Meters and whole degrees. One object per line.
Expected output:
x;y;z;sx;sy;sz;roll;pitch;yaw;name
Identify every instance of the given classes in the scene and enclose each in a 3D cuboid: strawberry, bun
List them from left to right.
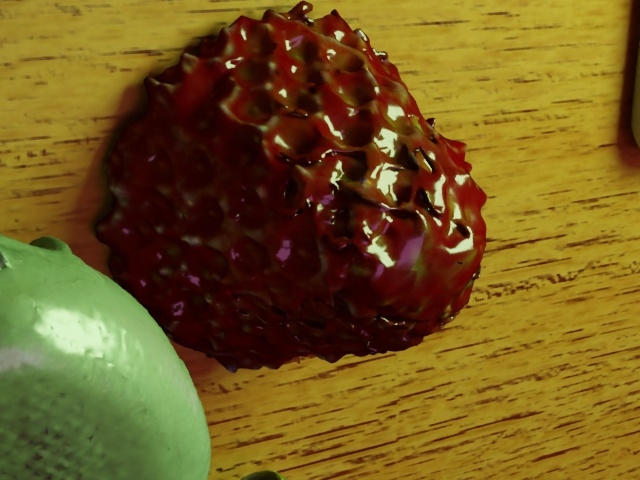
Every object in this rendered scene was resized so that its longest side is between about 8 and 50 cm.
-0.207;0.091;0.863;0.283;0.179;0.283;-16;134;-17;bun
0.000;0.000;0.991;0.234;0.178;0.234;-15;119;-28;strawberry

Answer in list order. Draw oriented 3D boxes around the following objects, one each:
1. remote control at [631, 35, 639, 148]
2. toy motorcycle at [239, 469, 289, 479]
0.258;-0.159;1.227;0.078;0.042;0.221;-19;123;-35;remote control
-0.090;0.205;1.079;0.229;0.094;0.130;3;105;-29;toy motorcycle
